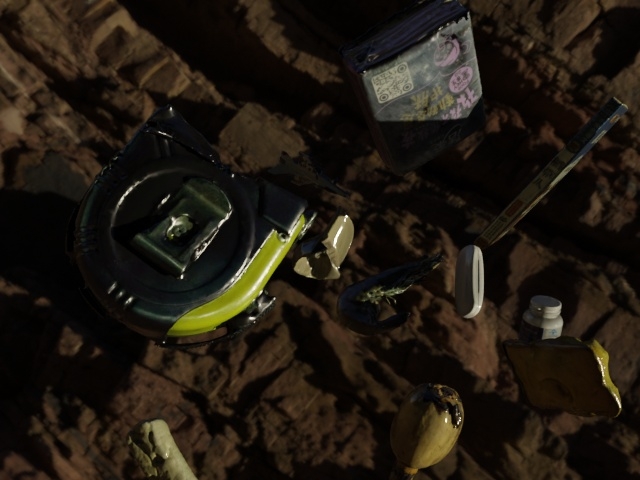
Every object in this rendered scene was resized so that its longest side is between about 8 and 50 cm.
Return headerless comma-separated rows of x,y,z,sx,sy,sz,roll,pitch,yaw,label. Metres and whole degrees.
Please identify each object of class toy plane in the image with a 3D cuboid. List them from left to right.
-0.023,-0.184,1.735,0.234,0.082,0.160,18,-28,-2,toy plane

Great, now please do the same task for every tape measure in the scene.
-0.120,0.001,0.562,0.199,0.186,0.112,33,-17,-3,tape measure

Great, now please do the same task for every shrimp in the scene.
0.180,0.125,1.451,0.169,0.296,0.058,57,-13,42,shrimp

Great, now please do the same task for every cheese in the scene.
-0.215,0.348,0.916,0.194,0.065,0.043,57,15,6,cheese

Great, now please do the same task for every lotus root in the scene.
0.272,0.529,1.698,0.183,0.310,0.183,20,15,-5,lotus root

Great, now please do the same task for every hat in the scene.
0.000,0.000,1.639,0.144,0.173,0.166,-5,-28,24,hat

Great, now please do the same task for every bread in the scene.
0.471,0.254,1.214,0.160,0.088,0.233,58,-22,-11,bread

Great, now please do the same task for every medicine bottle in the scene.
0.607,0.254,1.739,0.107,0.107,0.191,22,-63,42,medicine bottle

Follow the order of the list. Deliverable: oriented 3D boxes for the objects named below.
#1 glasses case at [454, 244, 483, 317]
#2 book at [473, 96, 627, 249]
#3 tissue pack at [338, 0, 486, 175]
0.375,0.102,1.587,0.049,0.193,0.074,18,-30,-21,glasses case
0.549,-0.157,1.489,0.039,0.300,0.428,46,-64,14,book
0.213,-0.318,1.353,0.122,0.259,0.361,61,4,34,tissue pack
